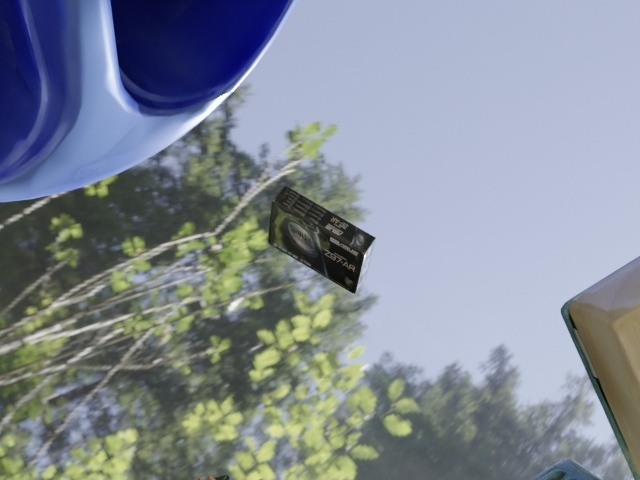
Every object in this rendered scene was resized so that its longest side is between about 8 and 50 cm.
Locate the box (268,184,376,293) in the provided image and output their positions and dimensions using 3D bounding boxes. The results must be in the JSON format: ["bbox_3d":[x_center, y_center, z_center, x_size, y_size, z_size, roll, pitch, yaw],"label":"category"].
[{"bbox_3d":[0.000,0.000,1.020,0.083,0.067,0.018,31,-118,11],"label":"box"}]

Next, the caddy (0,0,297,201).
[{"bbox_3d":[-0.122,-0.175,0.445,0.179,0.241,0.341,43,-30,45],"label":"caddy"}]

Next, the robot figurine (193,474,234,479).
[{"bbox_3d":[-0.166,0.362,1.337,0.291,0.085,0.211,-43,-142,-3],"label":"robot figurine"}]

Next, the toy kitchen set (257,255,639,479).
[{"bbox_3d":[0.055,0.092,0.530,0.207,0.166,0.122,-30,-73,-13],"label":"toy kitchen set"}]
